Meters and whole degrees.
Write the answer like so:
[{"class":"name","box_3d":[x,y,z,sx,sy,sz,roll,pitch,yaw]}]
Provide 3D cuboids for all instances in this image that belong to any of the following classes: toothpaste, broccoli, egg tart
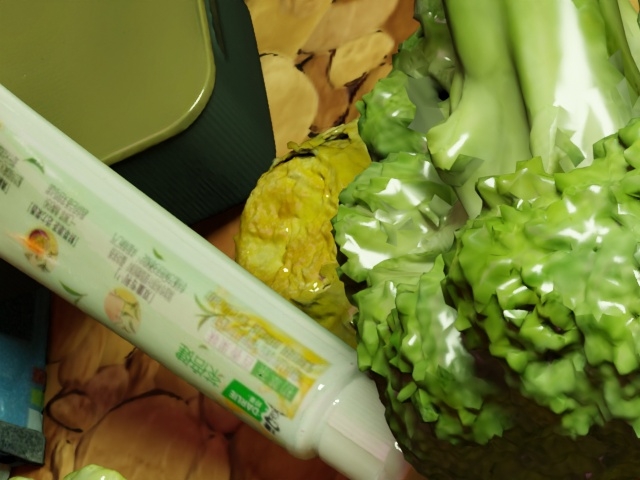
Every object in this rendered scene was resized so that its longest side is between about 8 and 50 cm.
[{"class":"toothpaste","box_3d":[-0.081,0.015,0.854,0.314,0.056,0.058,34,63,22]},{"class":"broccoli","box_3d":[0.100,-0.050,0.703,0.254,0.186,0.302,102,170,-68]},{"class":"egg tart","box_3d":[0.000,0.000,0.876,0.130,0.052,0.130,-21,62,44]}]

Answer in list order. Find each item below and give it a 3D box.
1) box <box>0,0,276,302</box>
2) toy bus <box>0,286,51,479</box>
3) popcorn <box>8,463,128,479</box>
[{"class":"box","box_3d":[-0.127,-0.063,0.972,0.201,0.090,0.144,-23,56,16]},{"class":"toy bus","box_3d":[-0.262,0.085,1.083,0.234,0.116,0.134,-20,59,39]},{"class":"popcorn","box_3d":[-0.126,0.173,0.889,0.145,0.126,0.126,-32,42,19]}]
